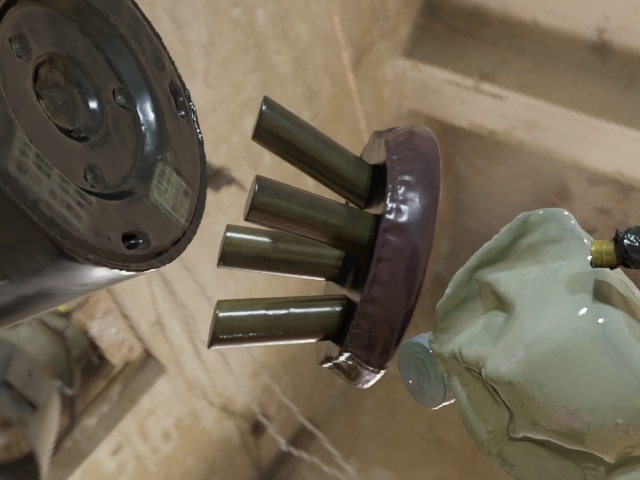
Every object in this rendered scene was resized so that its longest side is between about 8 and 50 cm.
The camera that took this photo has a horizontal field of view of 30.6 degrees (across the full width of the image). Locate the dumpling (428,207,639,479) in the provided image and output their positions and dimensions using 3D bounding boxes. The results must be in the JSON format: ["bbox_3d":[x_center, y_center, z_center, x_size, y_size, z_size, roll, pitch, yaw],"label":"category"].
[{"bbox_3d":[0.186,0.109,0.915,0.252,0.179,0.131,57,21,0],"label":"dumpling"}]

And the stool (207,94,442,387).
[{"bbox_3d":[0.000,0.000,1.170,0.179,0.272,0.272,13,-18,-9],"label":"stool"}]

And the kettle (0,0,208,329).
[{"bbox_3d":[-0.263,-0.033,0.657,0.308,0.203,0.262,-23,-25,26],"label":"kettle"}]

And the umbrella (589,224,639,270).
[{"bbox_3d":[0.261,0.003,0.815,0.144,0.040,0.037,-4,-26,23],"label":"umbrella"}]

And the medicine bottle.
[{"bbox_3d":[0.177,0.091,1.105,0.090,0.217,0.090,34,-47,45],"label":"medicine bottle"}]
